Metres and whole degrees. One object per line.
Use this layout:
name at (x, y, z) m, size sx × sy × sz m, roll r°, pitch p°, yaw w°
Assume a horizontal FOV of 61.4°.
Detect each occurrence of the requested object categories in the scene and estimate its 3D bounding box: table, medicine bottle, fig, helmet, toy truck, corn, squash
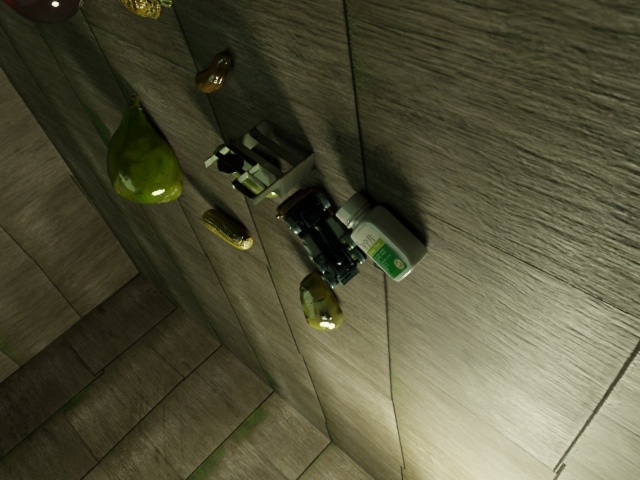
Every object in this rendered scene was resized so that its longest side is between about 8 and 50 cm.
table at (-0.123, -0.153, 1.104) m, size 0.146 × 0.175 × 0.062 m, roll 37°, pitch 154°, yaw 23°
medicine bottle at (0.117, -0.010, 1.057) m, size 0.183 × 0.069 × 0.119 m, roll 46°, pitch 159°, yaw 6°
fig at (-0.557, -0.264, 1.688) m, size 0.233 × 0.233 × 0.314 m, roll -21°, pitch 82°, yaw 65°
helmet at (-0.695, -0.643, 1.331) m, size 0.216 × 0.193 × 0.189 m, roll 25°, pitch 165°, yaw -26°
toy truck at (0.000, 0.000, 1.232) m, size 0.257 × 0.108 × 0.140 m, roll 55°, pitch 169°, yaw -23°
corn at (-0.300, -0.037, 1.727) m, size 0.203 × 0.072 × 0.072 m, roll 33°, pitch 153°, yaw 26°
squash at (-0.176, -0.173, 1.289) m, size 0.250 × 0.083 × 0.083 m, roll 32°, pitch 152°, yaw 37°

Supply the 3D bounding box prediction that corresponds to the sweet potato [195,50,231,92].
sweet potato at (-0.224, -0.346, 1.131) m, size 0.053 × 0.054 × 0.182 m, roll 46°, pitch 156°, yaw -21°

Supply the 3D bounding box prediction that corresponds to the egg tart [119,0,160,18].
egg tart at (-0.392, -0.524, 1.139) m, size 0.130 × 0.052 × 0.130 m, roll 35°, pitch 154°, yaw 20°

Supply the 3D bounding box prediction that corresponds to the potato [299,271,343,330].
potato at (-0.002, 0.177, 1.518) m, size 0.085 × 0.105 × 0.188 m, roll 38°, pitch 149°, yaw 66°

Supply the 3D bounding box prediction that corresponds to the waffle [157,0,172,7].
waffle at (-0.346, -0.566, 0.990) m, size 0.223 × 0.054 × 0.204 m, roll 39°, pitch 155°, yaw 14°
